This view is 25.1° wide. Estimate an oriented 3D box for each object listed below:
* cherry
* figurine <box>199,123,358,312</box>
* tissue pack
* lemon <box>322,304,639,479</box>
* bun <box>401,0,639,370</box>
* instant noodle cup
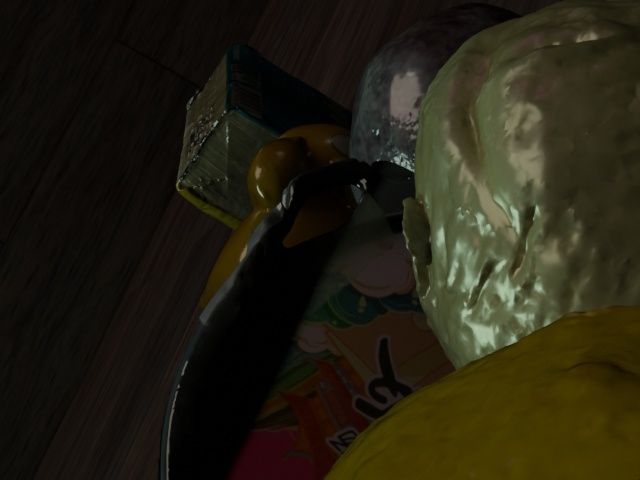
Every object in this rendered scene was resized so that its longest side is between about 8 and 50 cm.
[{"bbox_3d":[0.106,-0.054,0.962,0.195,0.195,0.195,-55,14,22],"label":"cherry"},{"bbox_3d":[-0.008,0.006,1.246,0.228,0.215,0.215,-50,10,-16],"label":"figurine"},{"bbox_3d":[-0.053,-0.096,1.593,0.134,0.192,0.271,-55,14,17],"label":"tissue pack"},{"bbox_3d":[0.098,0.157,0.382,0.260,0.260,0.284,-60,25,2],"label":"lemon"},{"bbox_3d":[0.149,-0.022,0.569,0.244,0.244,0.153,-76,-3,-48],"label":"bun"},{"bbox_3d":[0.050,0.132,0.672,0.181,0.258,0.302,109,150,-63],"label":"instant noodle cup"}]
